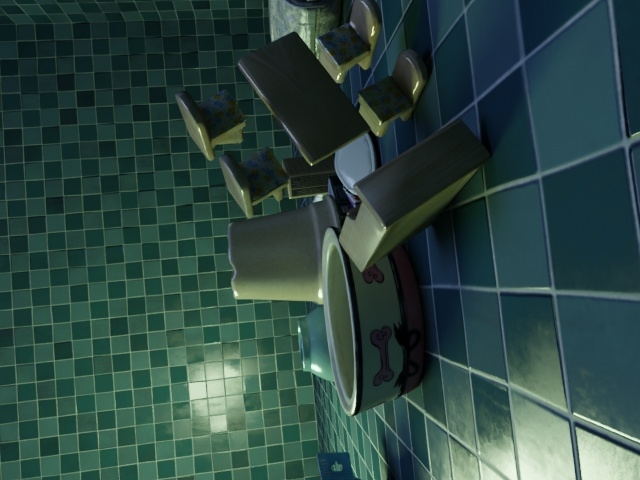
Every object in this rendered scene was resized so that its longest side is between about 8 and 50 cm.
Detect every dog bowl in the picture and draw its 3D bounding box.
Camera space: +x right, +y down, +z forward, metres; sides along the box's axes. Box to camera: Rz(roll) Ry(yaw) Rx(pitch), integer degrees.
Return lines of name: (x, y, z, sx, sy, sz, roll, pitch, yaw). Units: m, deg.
dog bowl: (0.105, 0.166, 1.093, 0.408, 0.150, 0.409, 176, 90, -83)

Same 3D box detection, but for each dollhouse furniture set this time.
dollhouse furniture set: (0.025, -0.178, 0.760, 0.394, 0.362, 0.256, 55, 167, 12)

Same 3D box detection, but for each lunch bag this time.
lunch bag: (-0.047, -0.656, 1.484, 0.305, 0.212, 0.256, 96, 168, -60)

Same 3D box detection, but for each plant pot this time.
plant pot: (-0.109, 0.046, 1.436, 0.334, 0.305, 0.334, 175, 90, -82)
plant pot: (0.025, 0.341, 1.664, 0.293, 0.196, 0.294, 175, 90, -84)

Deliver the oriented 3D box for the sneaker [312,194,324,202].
sneaker: (-0.010, -0.163, 2.150, 0.054, 0.061, 0.152, -112, 20, -73)

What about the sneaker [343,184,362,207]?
sneaker: (0.101, -0.098, 1.288, 0.170, 0.068, 0.071, -103, 5, -46)

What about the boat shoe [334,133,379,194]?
boat shoe: (0.094, -0.234, 1.260, 0.099, 0.116, 0.320, 26, -143, -46)

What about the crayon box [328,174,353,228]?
crayon box: (0.072, -0.013, 1.503, 0.202, 0.081, 0.319, -103, 12, -47)

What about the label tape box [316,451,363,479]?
label tape box: (0.103, 0.724, 1.286, 0.240, 0.105, 0.334, 41, -144, -58)

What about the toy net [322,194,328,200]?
toy net: (0.033, -0.075, 1.897, 0.122, 0.045, 0.232, -43, 46, 24)

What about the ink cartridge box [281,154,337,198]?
ink cartridge box: (-0.029, -0.228, 1.715, 0.235, 0.193, 0.088, -110, 14, -66)
